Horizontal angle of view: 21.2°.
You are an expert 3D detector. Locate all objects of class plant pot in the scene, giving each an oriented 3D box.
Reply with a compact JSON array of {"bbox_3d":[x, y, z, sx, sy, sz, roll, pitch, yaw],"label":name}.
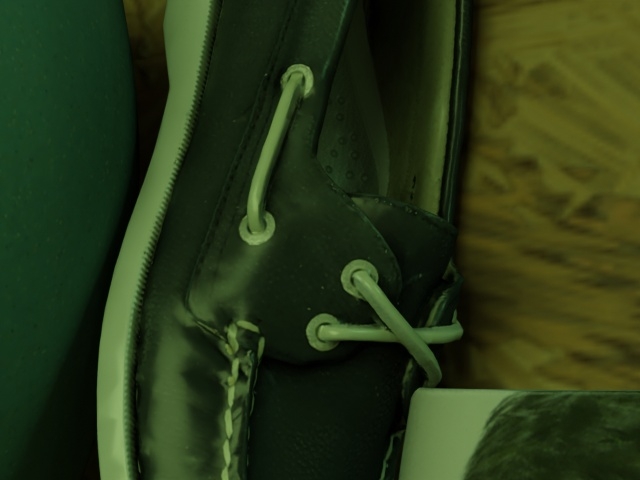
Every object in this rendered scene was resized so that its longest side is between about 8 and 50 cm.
[{"bbox_3d":[-0.178,0.019,0.561,0.290,0.290,0.195,-19,95,19],"label":"plant pot"}]

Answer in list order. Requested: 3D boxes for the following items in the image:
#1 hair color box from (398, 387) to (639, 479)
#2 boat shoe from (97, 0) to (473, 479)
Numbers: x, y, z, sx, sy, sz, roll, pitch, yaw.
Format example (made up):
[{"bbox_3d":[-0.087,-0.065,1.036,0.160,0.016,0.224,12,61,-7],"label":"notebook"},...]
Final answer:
[{"bbox_3d":[0.097,0.226,0.390,0.185,0.113,0.374,-4,67,35],"label":"hair color box"},{"bbox_3d":[0.000,0.000,0.548,0.091,0.114,0.303,-12,65,29],"label":"boat shoe"}]
